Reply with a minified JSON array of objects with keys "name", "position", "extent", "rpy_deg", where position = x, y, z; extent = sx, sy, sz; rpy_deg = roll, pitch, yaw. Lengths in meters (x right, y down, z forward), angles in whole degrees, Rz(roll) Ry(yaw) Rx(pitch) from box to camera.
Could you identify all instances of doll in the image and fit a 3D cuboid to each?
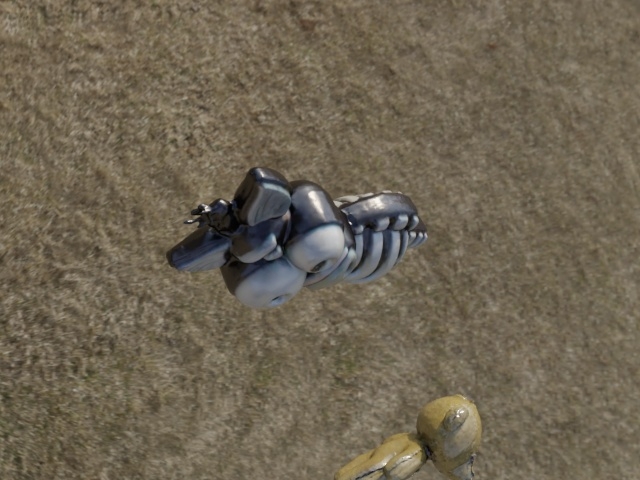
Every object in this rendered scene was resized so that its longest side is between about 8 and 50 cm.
[{"name":"doll","position":[0.000,0.000,0.455],"extent":[0.219,0.091,0.067],"rpy_deg":[5,54,-54]},{"name":"doll","position":[0.051,0.124,0.432],"extent":[0.093,0.061,0.051],"rpy_deg":[-9,86,2]}]
